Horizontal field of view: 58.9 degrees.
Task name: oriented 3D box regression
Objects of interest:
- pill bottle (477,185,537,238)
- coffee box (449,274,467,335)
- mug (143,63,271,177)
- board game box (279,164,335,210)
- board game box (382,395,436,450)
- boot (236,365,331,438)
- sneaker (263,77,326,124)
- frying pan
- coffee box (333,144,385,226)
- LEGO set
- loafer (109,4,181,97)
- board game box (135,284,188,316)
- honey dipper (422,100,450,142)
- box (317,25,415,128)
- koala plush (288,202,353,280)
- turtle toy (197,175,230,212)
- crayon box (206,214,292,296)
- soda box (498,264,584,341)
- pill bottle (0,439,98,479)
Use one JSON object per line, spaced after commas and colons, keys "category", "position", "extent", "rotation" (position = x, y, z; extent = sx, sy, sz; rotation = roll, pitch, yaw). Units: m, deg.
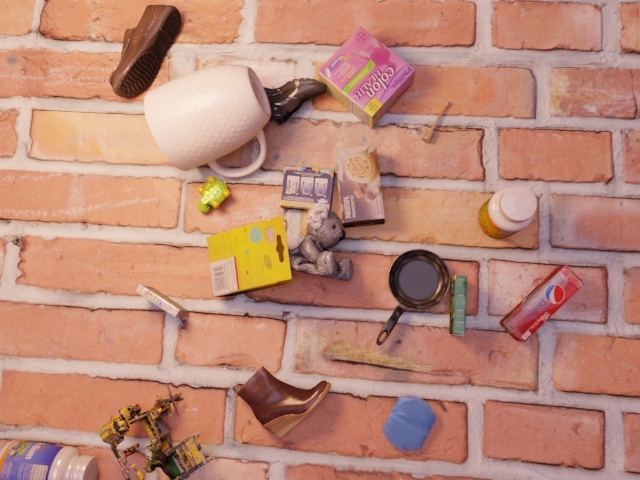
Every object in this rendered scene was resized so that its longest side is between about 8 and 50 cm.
{"category": "pill bottle", "position": [0.571, -0.088, 1.731], "extent": [0.136, 0.245, 0.136], "rotation": [-1, 81, 3]}
{"category": "coffee box", "position": [0.427, 0.201, 1.766], "extent": [0.040, 0.113, 0.184], "rotation": [3, 83, 7]}
{"category": "mug", "position": [-0.318, -0.368, 1.815], "extent": [0.328, 0.276, 0.374], "rotation": [-20, 121, 13]}
{"category": "board game box", "position": [-0.043, -0.171, 1.882], "extent": [0.170, 0.048, 0.141], "rotation": [6, 84, 4]}
{"category": "board game box", "position": [0.274, 0.564, 1.762], "extent": [0.133, 0.033, 0.168], "rotation": [28, 89, 2]}
{"category": "boot", "position": [-0.114, 0.470, 1.769], "extent": [0.248, 0.090, 0.207], "rotation": [-42, 83, 0]}
{"category": "sneaker", "position": [-0.115, -0.462, 1.912], "extent": [0.286, 0.109, 0.130], "rotation": [-12, 87, 11]}
{"category": "frying pan", "position": [0.301, 0.188, 1.806], "extent": [0.197, 0.053, 0.326], "rotation": [11, 84, 5]}
{"category": "coffee box", "position": [0.126, -0.173, 1.845], "extent": [0.141, 0.098, 0.246], "rotation": [-6, 81, 3]}
{"category": "LEGO set", "position": [-0.472, 0.606, 1.687], "extent": [0.192, 0.255, 0.331], "rotation": [-39, 68, 25]}
{"category": "loafer", "position": [-0.620, -0.659, 1.962], "extent": [0.130, 0.134, 0.366], "rotation": [27, 79, 18]}
{"category": "board game box", "position": [-0.508, 0.196, 1.828], "extent": [0.154, 0.103, 0.026], "rotation": [31, 85, 8]}
{"category": "honey dipper", "position": [0.392, -0.400, 1.901], "extent": [0.030, 0.030, 0.160], "rotation": [31, 81, 7]}
{"category": "box", "position": [0.151, -0.541, 1.890], "extent": [0.243, 0.117, 0.213], "rotation": [42, 86, 8]}
{"category": "koala plush", "position": [0.000, 0.000, 1.788], "extent": [0.203, 0.196, 0.221], "rotation": [9, 86, 25]}
{"category": "turtle toy", "position": [-0.360, -0.147, 1.888], "extent": [0.095, 0.066, 0.130], "rotation": [44, 87, 8]}
{"category": "crayon box", "position": [-0.206, 0.054, 1.770], "extent": [0.318, 0.081, 0.202], "rotation": [-14, 80, 33]}
{"category": "soda box", "position": [0.684, 0.196, 1.759], "extent": [0.263, 0.092, 0.083], "rotation": [-42, 81, -3]}
{"category": "pill bottle", "position": [-0.838, 0.707, 1.748], "extent": [0.272, 0.152, 0.152], "rotation": [5, 82, 4]}
